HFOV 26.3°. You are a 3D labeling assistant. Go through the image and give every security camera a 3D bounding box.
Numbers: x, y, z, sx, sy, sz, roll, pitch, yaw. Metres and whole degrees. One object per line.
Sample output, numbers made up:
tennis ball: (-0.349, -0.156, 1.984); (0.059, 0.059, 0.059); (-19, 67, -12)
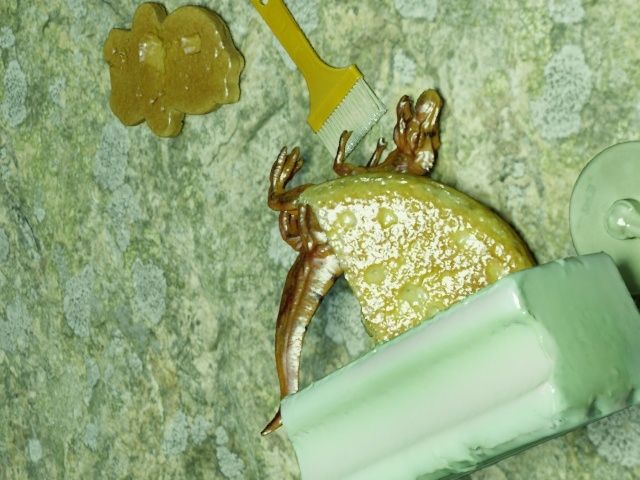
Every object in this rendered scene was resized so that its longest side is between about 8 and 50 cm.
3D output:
security camera: (0.356, 0.002, 1.326); (0.301, 0.080, 0.157); (25, 112, 40)

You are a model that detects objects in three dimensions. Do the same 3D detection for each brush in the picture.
brush: (-0.020, -0.227, 1.674); (0.103, 0.013, 0.272); (-48, 64, 35)

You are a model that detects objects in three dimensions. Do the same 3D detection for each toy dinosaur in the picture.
toy dinosaur: (0.000, 0.000, 1.606); (0.208, 0.097, 0.432); (35, 100, 45)

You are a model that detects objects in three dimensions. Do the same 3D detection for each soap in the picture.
soap: (0.133, 0.171, 1.422); (0.446, 0.261, 0.156); (-34, 73, 41)

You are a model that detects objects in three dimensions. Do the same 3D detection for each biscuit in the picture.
biscuit: (-0.196, -0.232, 1.816); (0.249, 0.035, 0.184); (-9, 91, 42)

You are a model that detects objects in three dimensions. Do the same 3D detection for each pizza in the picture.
pizza: (0.103, 0.030, 1.497); (0.292, 0.058, 0.197); (18, 96, 7)
